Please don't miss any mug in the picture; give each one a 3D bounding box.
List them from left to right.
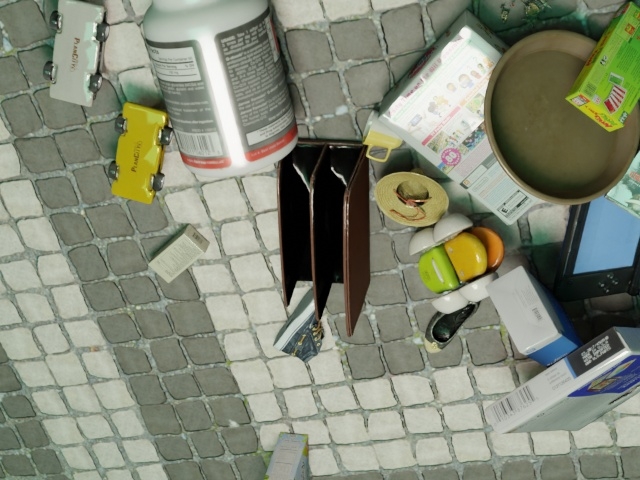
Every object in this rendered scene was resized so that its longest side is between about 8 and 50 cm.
[{"bbox_3d":[0.110,-0.184,1.770,0.064,0.062,0.078,17,115,-8],"label":"mug"}]

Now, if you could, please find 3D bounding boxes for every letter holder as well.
[{"bbox_3d":[0.000,0.000,1.809,0.152,0.214,0.302,4,121,10],"label":"letter holder"}]

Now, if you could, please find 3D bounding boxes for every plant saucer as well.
[{"bbox_3d":[0.378,-0.193,1.592,0.277,0.041,0.278,1,86,-18],"label":"plant saucer"}]

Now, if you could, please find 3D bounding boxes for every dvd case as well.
[{"bbox_3d":[0.530,-0.096,1.632,0.087,0.013,0.119,31,116,-3],"label":"dvd case"}]

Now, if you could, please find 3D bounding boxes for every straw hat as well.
[{"bbox_3d":[0.167,-0.094,1.808,0.144,0.061,0.144,12,143,9],"label":"straw hat"}]

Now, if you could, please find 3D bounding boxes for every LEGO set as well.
[{"bbox_3d":[0.334,-0.374,1.633,0.083,0.023,0.054,14,121,19],"label":"LEGO set"}]

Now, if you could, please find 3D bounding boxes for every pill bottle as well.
[{"bbox_3d":[-0.172,-0.306,1.668,0.210,0.210,0.363,-5,119,15],"label":"pill bottle"}]

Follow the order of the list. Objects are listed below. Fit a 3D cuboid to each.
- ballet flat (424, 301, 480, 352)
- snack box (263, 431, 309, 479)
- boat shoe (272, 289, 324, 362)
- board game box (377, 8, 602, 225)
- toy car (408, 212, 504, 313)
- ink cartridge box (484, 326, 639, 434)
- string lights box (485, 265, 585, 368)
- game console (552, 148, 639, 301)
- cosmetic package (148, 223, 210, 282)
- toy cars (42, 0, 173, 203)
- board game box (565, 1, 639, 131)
[{"bbox_3d":[0.250,0.157,1.946,0.057,0.049,0.173,29,122,-5],"label":"ballet flat"},{"bbox_3d":[-0.075,0.543,2.151,0.070,0.207,0.174,4,122,10],"label":"snack box"},{"bbox_3d":[-0.019,0.171,2.006,0.083,0.065,0.183,29,131,-9],"label":"boat shoe"},{"bbox_3d":[0.284,-0.203,1.699,0.303,0.097,0.224,38,120,-13],"label":"board game box"},{"bbox_3d":[0.259,0.034,1.823,0.182,0.136,0.159,-33,80,53],"label":"toy car"},{"bbox_3d":[0.508,0.263,1.879,0.303,0.307,0.072,-41,61,29],"label":"ink cartridge box"},{"bbox_3d":[0.388,0.144,1.774,0.076,0.133,0.259,-32,153,16],"label":"string lights box"},{"bbox_3d":[0.564,0.007,1.708,0.250,0.173,0.293,-7,123,-19],"label":"game console"},{"bbox_3d":[-0.279,0.026,1.986,0.115,0.041,0.060,-36,108,28],"label":"cosmetic package"},{"bbox_3d":[-0.374,-0.256,1.818,0.176,0.087,0.394,-23,110,18],"label":"toy cars"},{"bbox_3d":[0.471,-0.273,1.582,0.092,0.043,0.181,35,77,-10],"label":"board game box"}]
